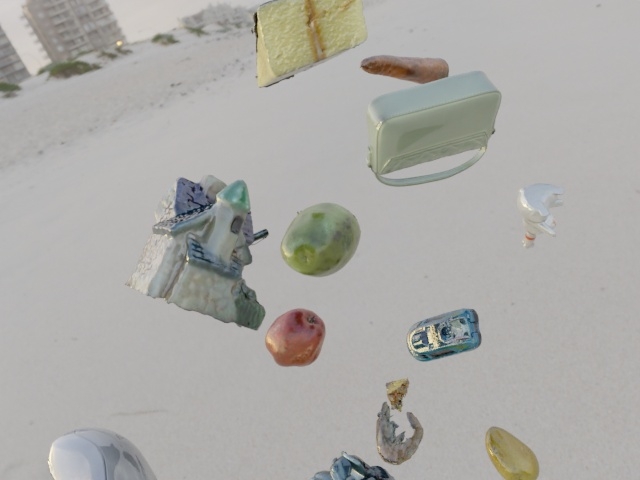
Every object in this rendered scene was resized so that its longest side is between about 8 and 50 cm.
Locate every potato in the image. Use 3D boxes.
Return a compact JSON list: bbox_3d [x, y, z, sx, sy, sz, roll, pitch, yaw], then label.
[{"bbox_3d":[0.003,0.001,1.587,0.216,0.215,0.304,-18,18,19],"label":"potato"}]

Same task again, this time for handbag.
[{"bbox_3d":[0.205,-0.190,1.028,0.256,0.219,0.079,-15,52,-6],"label":"handbag"}]

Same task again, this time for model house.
[{"bbox_3d":[-0.225,0.009,1.100,0.298,0.243,0.284,5,76,57],"label":"model house"}]

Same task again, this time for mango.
[{"bbox_3d":[0.590,0.668,1.712,0.137,0.098,0.195,-6,42,-32],"label":"mango"}]

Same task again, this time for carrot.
[{"bbox_3d":[0.154,-0.329,1.048,0.224,0.057,0.057,-7,6,-38],"label":"carrot"}]

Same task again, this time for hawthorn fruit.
[{"bbox_3d":[-0.070,0.293,1.661,0.189,0.189,0.189,-22,20,9],"label":"hawthorn fruit"}]

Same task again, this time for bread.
[{"bbox_3d":[-0.063,-0.673,1.821,0.346,0.242,0.405,-21,17,-7],"label":"bread"}]

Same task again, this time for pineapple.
[{"bbox_3d":[0.240,0.502,1.770,0.077,0.114,0.114,8,20,35],"label":"pineapple"}]

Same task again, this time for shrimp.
[{"bbox_3d":[0.255,0.621,1.803,0.173,0.058,0.253,-27,25,20],"label":"shrimp"}]

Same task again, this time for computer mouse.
[{"bbox_3d":[-0.377,0.446,1.019,0.297,0.184,0.121,26,73,39],"label":"computer mouse"}]

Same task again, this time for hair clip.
[{"bbox_3d":[0.105,0.755,1.633,0.206,0.195,0.310,-62,25,-8],"label":"hair clip"}]

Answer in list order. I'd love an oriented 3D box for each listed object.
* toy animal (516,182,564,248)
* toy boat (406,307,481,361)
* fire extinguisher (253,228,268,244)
[{"bbox_3d":[0.741,-0.078,1.846,0.138,0.282,0.140,15,66,35],"label":"toy animal"},{"bbox_3d":[0.346,0.289,1.670,0.092,0.134,0.299,5,-23,-32],"label":"toy boat"},{"bbox_3d":[-0.197,-0.008,1.684,0.083,0.038,0.025,-24,17,-39],"label":"fire extinguisher"}]
